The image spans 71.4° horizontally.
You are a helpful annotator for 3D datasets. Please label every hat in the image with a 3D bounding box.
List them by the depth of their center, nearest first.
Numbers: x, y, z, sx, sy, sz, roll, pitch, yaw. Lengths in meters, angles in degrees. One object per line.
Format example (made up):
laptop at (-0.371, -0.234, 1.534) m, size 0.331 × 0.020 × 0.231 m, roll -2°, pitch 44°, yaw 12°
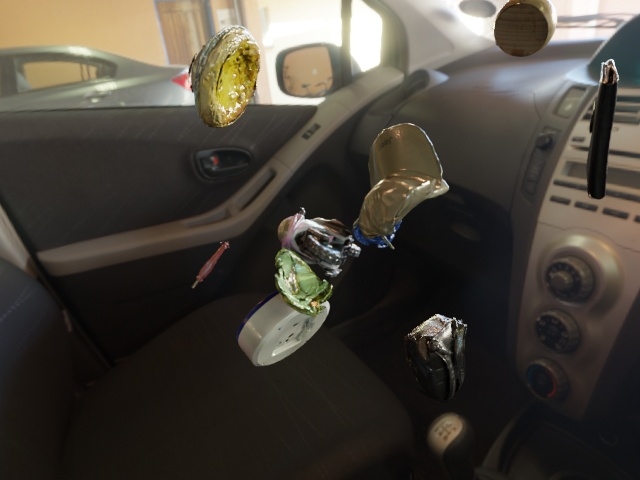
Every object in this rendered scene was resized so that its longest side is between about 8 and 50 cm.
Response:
hat at (0.138, -0.127, 0.960) m, size 0.149 × 0.245 × 0.214 m, roll -9°, pitch -21°, yaw -42°

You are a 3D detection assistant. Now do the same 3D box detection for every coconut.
coconut at (-0.040, 0.099, 0.953) m, size 0.133 × 0.055 × 0.158 m, roll 19°, pitch 44°, yaw -37°

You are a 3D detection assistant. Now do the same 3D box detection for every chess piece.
chess piece at (0.289, -0.305, 0.633) m, size 0.083 × 0.084 × 0.038 m, roll 12°, pitch 50°, yaw 35°

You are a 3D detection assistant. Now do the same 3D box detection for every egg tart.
egg tart at (-0.222, -0.370, 1.008) m, size 0.094 × 0.234 × 0.234 m, roll 25°, pitch 33°, yaw 12°

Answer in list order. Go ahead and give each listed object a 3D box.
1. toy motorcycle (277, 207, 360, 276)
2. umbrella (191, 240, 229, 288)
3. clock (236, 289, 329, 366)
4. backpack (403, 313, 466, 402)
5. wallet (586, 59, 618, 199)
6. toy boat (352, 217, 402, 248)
toy motorcycle at (0.000, 0.000, 1.185) m, size 0.188 × 0.143 × 0.327 m, roll 26°, pitch 8°, yaw 13°
umbrella at (-0.317, 0.069, 1.283) m, size 0.027 × 0.025 × 0.165 m, roll 32°, pitch 79°, yaw 24°
clock at (-0.086, 0.202, 1.073) m, size 0.230 × 0.230 × 0.083 m, roll -25°, pitch 61°, yaw -36°
backpack at (0.232, 0.240, 0.904) m, size 0.120 × 0.165 × 0.106 m, roll -21°, pitch 24°, yaw -38°
wallet at (0.715, -0.281, 1.138) m, size 0.045 × 0.318 × 0.172 m, roll 3°, pitch 40°, yaw 26°
toy boat at (0.146, -0.016, 1.086) m, size 0.175 × 0.091 × 0.110 m, roll 5°, pitch 29°, yaw -42°
